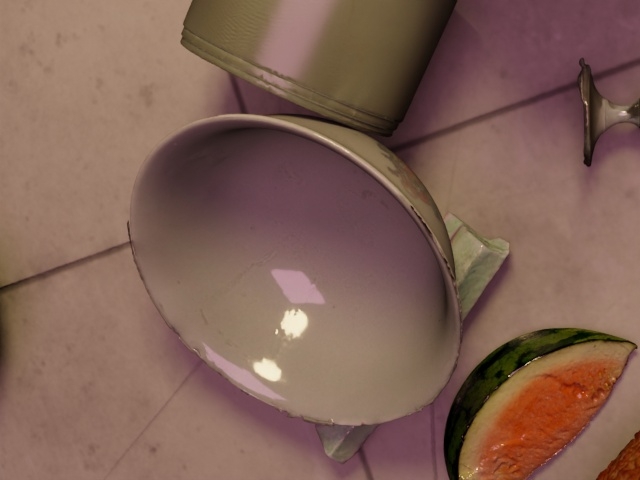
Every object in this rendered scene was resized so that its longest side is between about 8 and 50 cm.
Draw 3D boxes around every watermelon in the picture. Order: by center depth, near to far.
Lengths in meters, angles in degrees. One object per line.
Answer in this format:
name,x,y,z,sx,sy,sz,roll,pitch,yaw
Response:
watermelon,0.203,0.171,1.014,0.119,0.063,0.245,37,99,-10

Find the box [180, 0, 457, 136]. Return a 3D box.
box,-0.002,-0.209,0.939,0.226,0.226,0.149,27,102,11

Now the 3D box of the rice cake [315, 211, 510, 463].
rice cake,0.086,0.102,1.044,0.290,0.051,0.081,-56,47,13

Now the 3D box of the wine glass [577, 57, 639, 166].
wine glass,0.349,-0.120,0.919,0.222,0.103,0.103,0,96,15

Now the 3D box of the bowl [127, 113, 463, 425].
bowl,0.000,0.000,0.971,0.346,0.157,0.345,16,131,20

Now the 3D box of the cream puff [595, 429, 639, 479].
cream puff,0.376,0.323,0.893,0.351,0.229,0.350,2,97,17
